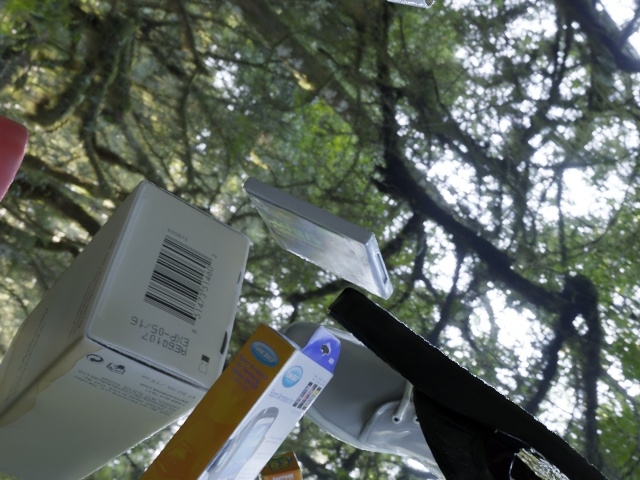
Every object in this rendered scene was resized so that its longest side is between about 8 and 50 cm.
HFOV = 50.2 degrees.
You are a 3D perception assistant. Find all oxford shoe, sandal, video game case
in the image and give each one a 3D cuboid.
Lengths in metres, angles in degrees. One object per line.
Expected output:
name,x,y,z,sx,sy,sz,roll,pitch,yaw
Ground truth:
oxford shoe,0.137,0.228,0.944,0.130,0.449,0.169,-50,-167,44
sandal,0.154,0.207,0.695,0.107,0.167,0.445,-49,-132,-7
video game case,0.000,0.000,0.905,0.190,0.173,0.022,26,-108,25

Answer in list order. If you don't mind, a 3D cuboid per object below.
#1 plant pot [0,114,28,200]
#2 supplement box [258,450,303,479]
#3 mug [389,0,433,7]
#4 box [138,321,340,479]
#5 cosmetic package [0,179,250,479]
plant pot,-0.628,-0.125,1.036,0.274,0.243,0.275,-29,-138,31
supplement box,-0.063,0.525,1.286,0.080,0.077,0.234,-158,-122,-77
mug,0.113,-0.339,0.878,0.064,0.062,0.078,10,-94,25
box,-0.042,0.099,0.359,0.028,0.081,0.136,33,-99,22
cosmetic package,-0.201,0.102,0.619,0.309,0.113,0.160,-37,-148,39
